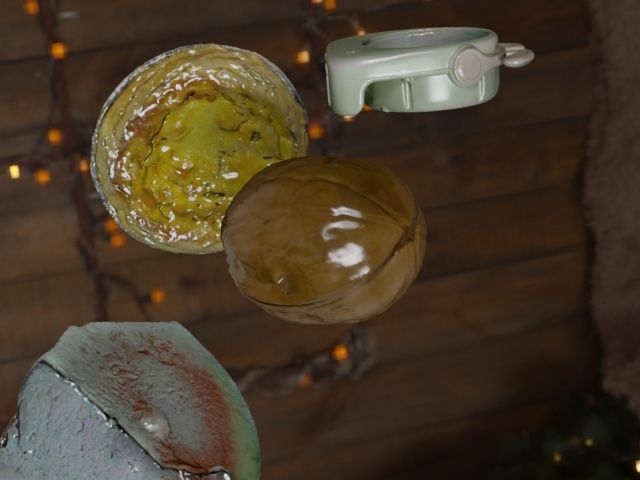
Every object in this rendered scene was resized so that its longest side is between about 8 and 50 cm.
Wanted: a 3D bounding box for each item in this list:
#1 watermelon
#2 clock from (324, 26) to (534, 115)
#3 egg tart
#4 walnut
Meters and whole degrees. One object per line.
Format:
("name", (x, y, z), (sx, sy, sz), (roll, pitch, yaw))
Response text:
("watermelon", (-0.180, 0.159, 1.259), (0.214, 0.320, 0.289), (66, -146, -34))
("clock", (0.100, -0.160, 1.262), (0.151, 0.191, 0.062), (-89, -6, -75))
("egg tart", (-0.125, -0.097, 1.410), (0.094, 0.234, 0.234), (-128, 31, -59))
("walnut", (0.000, 0.000, 1.273), (0.207, 0.167, 0.167), (-4, 98, 36))
